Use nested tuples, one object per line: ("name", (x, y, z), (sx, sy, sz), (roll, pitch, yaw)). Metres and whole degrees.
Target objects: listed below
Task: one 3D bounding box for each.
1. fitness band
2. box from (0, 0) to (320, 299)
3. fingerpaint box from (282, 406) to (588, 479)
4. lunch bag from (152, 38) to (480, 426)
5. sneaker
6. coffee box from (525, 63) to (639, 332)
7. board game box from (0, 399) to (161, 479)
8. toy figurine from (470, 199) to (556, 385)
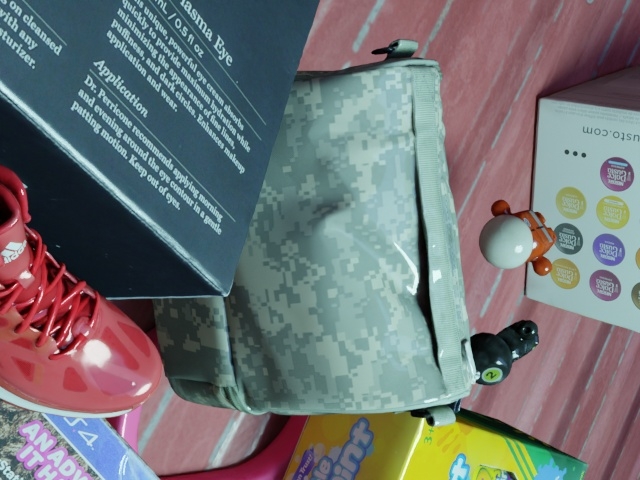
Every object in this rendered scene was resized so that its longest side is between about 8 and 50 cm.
("fitness band", (-0.097, 0.178, 0.904), (0.290, 0.054, 0.209), (9, 97, -49))
("box", (-0.169, -0.178, 0.530), (0.343, 0.178, 0.313), (50, 47, -46))
("fingerpaint box", (0.093, 0.412, 1.018), (0.371, 0.163, 0.445), (26, 85, -43))
("lunch bag", (0.000, 0.000, 0.749), (0.212, 0.256, 0.305), (-11, 97, -47))
("sneaker", (-0.168, 0.033, 0.488), (0.221, 0.128, 0.087), (31, 60, -26))
("coffee box", (0.556, -0.065, 1.343), (0.338, 0.337, 0.335), (-23, 121, -43))
("board game box", (-0.235, 0.251, 0.592), (0.291, 0.141, 0.232), (-42, 103, -21))
("toy figurine", (0.160, 0.050, 1.030), (0.148, 0.209, 0.213), (-12, 113, -59))
